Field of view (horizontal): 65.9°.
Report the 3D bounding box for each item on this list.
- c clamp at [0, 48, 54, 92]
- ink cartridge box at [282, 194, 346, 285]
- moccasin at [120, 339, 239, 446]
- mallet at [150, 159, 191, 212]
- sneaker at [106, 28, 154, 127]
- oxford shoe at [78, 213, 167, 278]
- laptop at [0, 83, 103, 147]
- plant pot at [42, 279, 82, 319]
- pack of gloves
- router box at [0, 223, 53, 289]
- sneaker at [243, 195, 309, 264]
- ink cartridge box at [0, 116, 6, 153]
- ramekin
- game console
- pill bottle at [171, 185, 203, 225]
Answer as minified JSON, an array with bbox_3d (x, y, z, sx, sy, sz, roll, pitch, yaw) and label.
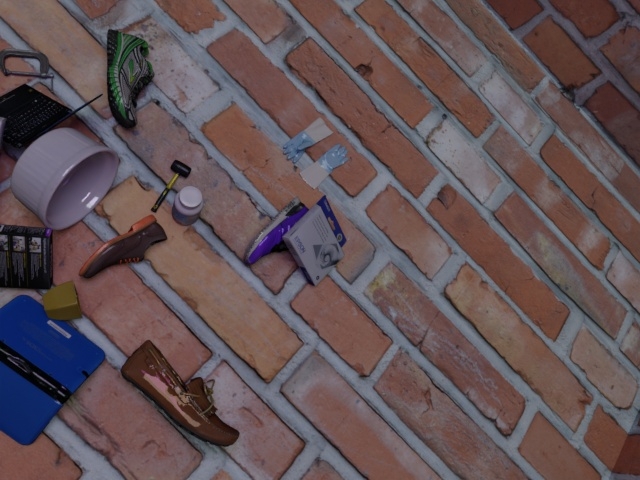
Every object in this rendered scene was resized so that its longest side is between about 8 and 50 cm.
[{"bbox_3d":[-0.912,-0.534,1.532,0.161,0.022,0.137,3,73,-21],"label":"c clamp"},{"bbox_3d":[0.000,0.000,1.645,0.224,0.045,0.223,-48,130,-25],"label":"ink cartridge box"},{"bbox_3d":[-0.375,0.432,1.394,0.380,0.139,0.147,40,73,4],"label":"moccasin"},{"bbox_3d":[-0.477,-0.168,1.584,0.062,0.039,0.189,23,71,-10],"label":"mallet"},{"bbox_3d":[-0.606,-0.521,1.584,0.146,0.134,0.343,0,74,-22],"label":"sneaker"},{"bbox_3d":[-0.575,0.034,1.452,0.271,0.097,0.098,-41,97,-26],"label":"oxford shoe"},{"bbox_3d":[-0.812,-0.382,1.407,0.264,0.136,0.234,30,44,-3],"label":"laptop"},{"bbox_3d":[-0.709,0.171,1.352,0.083,0.081,0.081,-13,56,-23],"label":"plant pot"},{"bbox_3d":[-0.008,-0.328,1.805,0.195,0.046,0.232,47,64,-1],"label":"pack of gloves"},{"bbox_3d":[-0.796,0.047,1.326,0.133,0.178,0.046,6,30,-20],"label":"router box"},{"bbox_3d":[-0.120,-0.006,1.634,0.146,0.102,0.293,45,65,-8],"label":"sneaker"},{"bbox_3d":[-1.009,-0.205,1.270,0.307,0.072,0.303,12,108,-23],"label":"ink cartridge box"},{"bbox_3d":[-0.708,-0.177,1.370,0.135,0.277,0.277,36,65,0],"label":"ramekin"},{"bbox_3d":[-0.785,0.337,1.316,0.293,0.173,0.250,40,33,-6],"label":"game console"},{"bbox_3d":[-0.408,-0.108,1.520,0.087,0.160,0.087,6,72,-19],"label":"pill bottle"}]
